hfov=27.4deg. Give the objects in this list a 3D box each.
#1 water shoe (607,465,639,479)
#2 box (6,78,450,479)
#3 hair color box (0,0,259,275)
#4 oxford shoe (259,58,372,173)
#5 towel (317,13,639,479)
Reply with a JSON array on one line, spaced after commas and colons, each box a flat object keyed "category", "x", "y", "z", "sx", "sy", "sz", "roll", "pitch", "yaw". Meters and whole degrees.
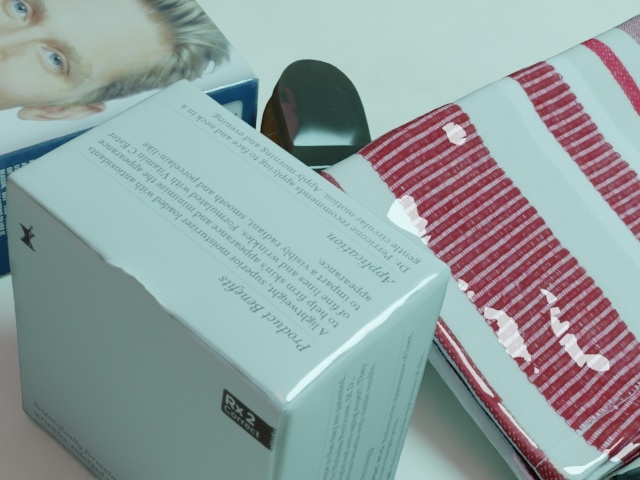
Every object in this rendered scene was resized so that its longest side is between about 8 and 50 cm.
[{"category": "water shoe", "x": 0.165, "y": 0.163, "z": 0.668, "sx": 0.203, "sy": 0.073, "sz": 0.080, "roll": -20, "pitch": 31, "yaw": -29}, {"category": "box", "x": -0.052, "y": 0.052, "z": 0.652, "sx": 0.181, "sy": 0.182, "sz": 0.119, "roll": 37, "pitch": 51, "yaw": 24}, {"category": "hair color box", "x": -0.230, "y": -0.066, "z": 0.792, "sx": 0.347, "sy": 0.105, "sz": 0.174, "roll": -20, "pitch": 53, "yaw": -25}, {"category": "oxford shoe", "x": 0.000, "y": 0.000, "z": 0.791, "sx": 0.076, "sy": 0.076, "sz": 0.212, "roll": 6, "pitch": 61, "yaw": -23}, {"category": "towel", "x": 0.183, "y": -0.013, "z": 0.796, "sx": 0.329, "sy": 0.037, "sz": 0.237, "roll": -27, "pitch": 71, "yaw": -30}]
